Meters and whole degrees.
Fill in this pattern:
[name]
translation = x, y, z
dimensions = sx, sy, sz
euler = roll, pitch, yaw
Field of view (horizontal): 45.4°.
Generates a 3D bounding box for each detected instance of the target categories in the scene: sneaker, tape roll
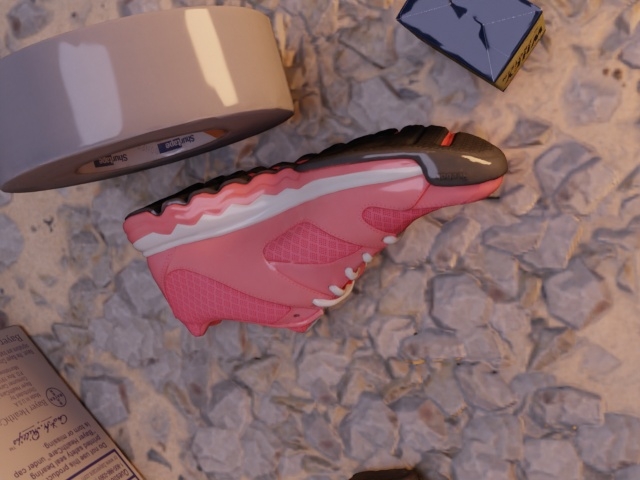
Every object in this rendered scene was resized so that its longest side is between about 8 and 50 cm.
[sneaker]
translation = 0.000, 0.000, 0.601
dimensions = 0.313, 0.116, 0.136
euler = -12, 102, 25
[tape roll]
translation = -0.132, -0.098, 0.559
dimensions = 0.219, 0.219, 0.072
euler = -14, 93, 19

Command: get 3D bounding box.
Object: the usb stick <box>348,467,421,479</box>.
[usb stick]
translation = 0.076, 0.328, 0.633
dimensions = 0.077, 0.045, 0.278
euler = -10, 93, 25

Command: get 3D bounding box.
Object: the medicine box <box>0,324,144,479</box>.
[medicine box]
translation = -0.312, 0.277, 0.696
dimensions = 0.263, 0.149, 0.289
euler = -44, 82, 17

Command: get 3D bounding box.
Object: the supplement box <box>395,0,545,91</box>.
[supplement box]
translation = 0.109, -0.154, 0.546
dimensions = 0.083, 0.083, 0.056
euler = 36, 105, 11
